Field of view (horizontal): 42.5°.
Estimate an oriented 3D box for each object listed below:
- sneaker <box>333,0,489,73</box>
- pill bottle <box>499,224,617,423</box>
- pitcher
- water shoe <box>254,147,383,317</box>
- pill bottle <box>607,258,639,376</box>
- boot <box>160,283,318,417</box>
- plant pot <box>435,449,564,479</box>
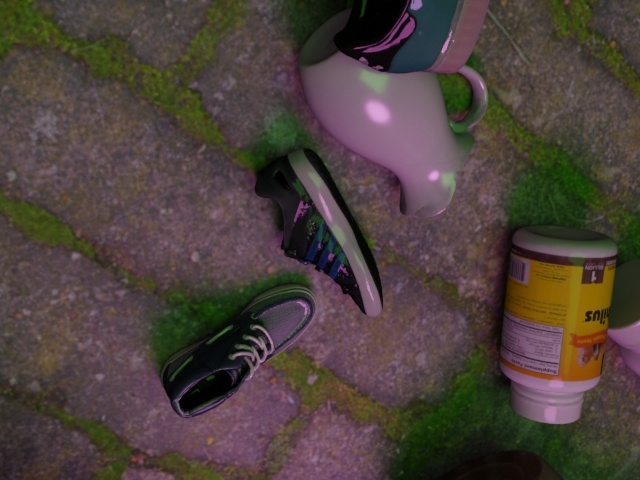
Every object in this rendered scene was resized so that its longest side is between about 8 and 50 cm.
[{"bbox_3d":[0.084,-0.277,0.654,0.121,0.108,0.302,-6,120,-26],"label":"sneaker"},{"bbox_3d":[0.271,0.096,0.952,0.117,0.117,0.215,-1,103,-18],"label":"pill bottle"},{"bbox_3d":[0.085,-0.152,0.845,0.207,0.125,0.177,46,67,-32],"label":"pitcher"},{"bbox_3d":[0.000,0.000,0.879,0.080,0.073,0.203,-24,106,11],"label":"water shoe"},{"bbox_3d":[0.444,0.125,1.008,0.229,0.131,0.131,36,89,-22],"label":"pill bottle"},{"bbox_3d":[-0.076,0.117,0.860,0.190,0.086,0.069,-34,110,-8],"label":"boot"},{"bbox_3d":[0.231,0.410,0.934,0.323,0.323,0.280,-30,94,-10],"label":"plant pot"}]
